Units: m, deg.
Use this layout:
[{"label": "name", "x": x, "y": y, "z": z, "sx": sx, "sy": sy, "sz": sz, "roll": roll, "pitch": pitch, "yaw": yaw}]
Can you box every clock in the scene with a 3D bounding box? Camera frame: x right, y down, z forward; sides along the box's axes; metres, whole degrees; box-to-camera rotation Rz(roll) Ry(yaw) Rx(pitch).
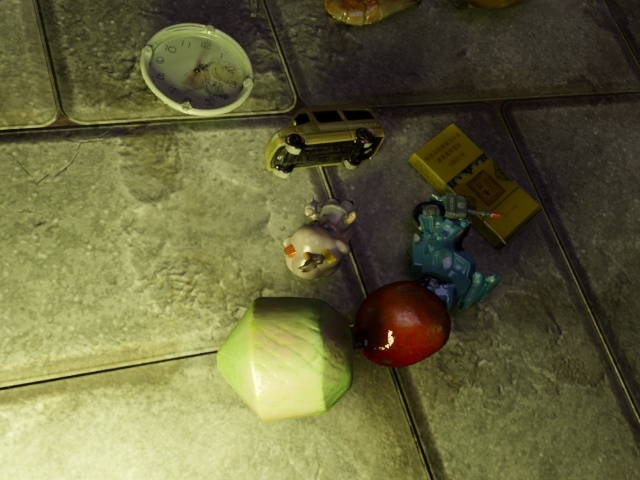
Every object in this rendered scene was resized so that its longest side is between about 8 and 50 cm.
[{"label": "clock", "x": -0.255, "y": -0.344, "z": 1.891, "sx": 0.237, "sy": 0.053, "sz": 0.236, "roll": 8, "pitch": 58, "yaw": -14}]

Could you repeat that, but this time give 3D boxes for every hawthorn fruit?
[{"label": "hawthorn fruit", "x": 0.138, "y": 0.156, "z": 1.678, "sx": 0.188, "sy": 0.169, "sz": 0.169, "roll": -11, "pitch": 65, "yaw": -39}]

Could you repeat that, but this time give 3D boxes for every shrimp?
[{"label": "shrimp", "x": 0.139, "y": -0.585, "z": 2.184, "sx": 0.294, "sy": 0.062, "sz": 0.154, "roll": -17, "pitch": 63, "yaw": -27}]

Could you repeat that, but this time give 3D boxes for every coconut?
[{"label": "coconut", "x": -0.061, "y": 0.199, "z": 1.560, "sx": 0.236, "sy": 0.204, "sz": 0.235, "roll": -1, "pitch": 80, "yaw": 3}]

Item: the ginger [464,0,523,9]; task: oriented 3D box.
[{"label": "ginger", "x": 0.432, "y": -0.662, "z": 2.261, "sx": 0.223, "sy": 0.200, "sz": 0.269, "roll": -54, "pitch": 131, "yaw": -5}]

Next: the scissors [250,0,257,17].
[{"label": "scissors", "x": -0.154, "y": -0.593, "z": 2.097, "sx": 0.110, "sy": 0.021, "sz": 0.212, "roll": 6, "pitch": 58, "yaw": -16}]

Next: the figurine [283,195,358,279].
[{"label": "figurine", "x": 0.000, "y": 0.000, "z": 1.759, "sx": 0.137, "sy": 0.112, "sz": 0.229, "roll": 12, "pitch": 46, "yaw": 18}]

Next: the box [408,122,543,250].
[{"label": "box", "x": 0.336, "y": -0.120, "z": 1.999, "sx": 0.279, "sy": 0.041, "sz": 0.153, "roll": 45, "pitch": 54, "yaw": 9}]

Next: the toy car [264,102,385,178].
[{"label": "toy car", "x": -0.002, "y": -0.213, "z": 1.885, "sx": 0.257, "sy": 0.101, "sz": 0.124, "roll": -8, "pitch": 60, "yaw": -27}]

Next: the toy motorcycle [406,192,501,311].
[{"label": "toy motorcycle", "x": 0.268, "y": 0.029, "z": 1.837, "sx": 0.182, "sy": 0.123, "sz": 0.272, "roll": 8, "pitch": 59, "yaw": -5}]
